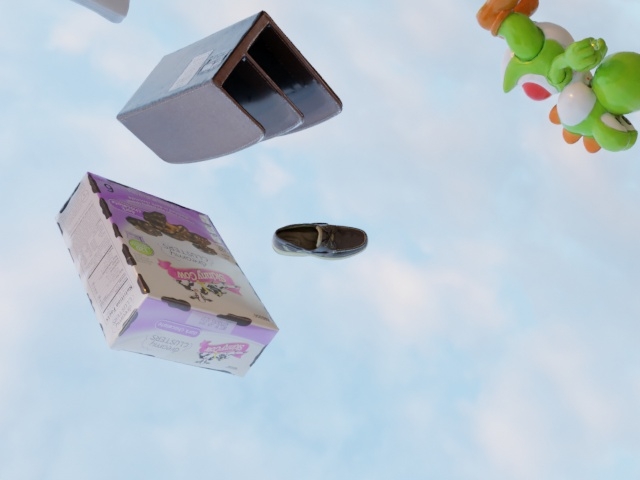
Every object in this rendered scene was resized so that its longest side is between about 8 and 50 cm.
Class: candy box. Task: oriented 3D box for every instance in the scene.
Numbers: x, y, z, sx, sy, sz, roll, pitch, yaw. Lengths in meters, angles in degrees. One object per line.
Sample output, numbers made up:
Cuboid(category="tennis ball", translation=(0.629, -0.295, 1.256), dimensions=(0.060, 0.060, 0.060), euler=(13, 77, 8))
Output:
Cuboid(category="candy box", translation=(-0.155, 0.034, 0.967), dimensions=(0.164, 0.070, 0.196), euler=(21, -156, -44))

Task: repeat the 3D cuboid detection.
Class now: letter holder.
Cuboid(category="letter holder", translation=(-0.141, -0.199, 1.534), dimensions=(0.214, 0.301, 0.152), euler=(45, -119, -26))

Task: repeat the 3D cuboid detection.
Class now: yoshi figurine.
Cuboid(category="yoshi figurine", translation=(0.459, -0.327, 1.727), dimensions=(0.203, 0.203, 0.362), euler=(-33, -108, -16))

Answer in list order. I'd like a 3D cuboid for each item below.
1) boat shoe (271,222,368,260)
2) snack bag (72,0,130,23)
Cuboid(category="boat shoe", translation=(0.000, 0.000, 1.500), dimensions=(0.152, 0.049, 0.056), euler=(-4, -106, -3))
Cuboid(category="snack bag", translation=(-0.275, -0.394, 0.870), dimensions=(0.323, 0.037, 0.343), euler=(13, -100, -51))
